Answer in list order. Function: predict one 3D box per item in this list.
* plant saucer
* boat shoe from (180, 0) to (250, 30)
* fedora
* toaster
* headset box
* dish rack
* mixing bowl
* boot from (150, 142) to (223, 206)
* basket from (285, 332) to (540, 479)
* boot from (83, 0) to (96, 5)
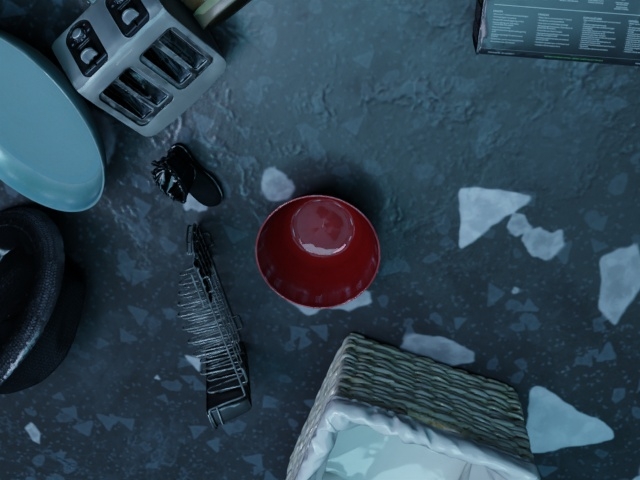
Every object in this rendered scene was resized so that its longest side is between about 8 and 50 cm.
[{"bbox_3d":[-0.417,-0.175,1.451,0.317,0.044,0.317,24,142,20],"label":"plant saucer"},{"bbox_3d":[-0.067,-0.407,1.353,0.307,0.111,0.104,-36,93,10],"label":"boat shoe"},{"bbox_3d":[-0.471,0.119,1.583,0.334,0.334,0.152,-33,143,18],"label":"fedora"},{"bbox_3d":[-0.238,-0.248,1.407,0.168,0.110,0.185,-39,143,12],"label":"toaster"},{"bbox_3d":[0.331,-0.379,1.322,0.246,0.131,0.283,4,115,3],"label":"headset box"},{"bbox_3d":[-0.167,0.117,1.555,0.074,0.208,0.271,-17,112,-1],"label":"dish rack"},{"bbox_3d":[0.000,0.000,1.540,0.181,0.098,0.181,2,114,4],"label":"mixing bowl"},{"bbox_3d":[-0.194,-0.082,1.517,0.045,0.099,0.121,-31,108,18],"label":"boot"},{"bbox_3d":[0.119,0.362,1.604,0.328,0.266,0.331,19,115,-4],"label":"basket"},{"bbox_3d":[-0.328,-0.429,1.394,0.246,0.083,0.161,33,102,-12],"label":"boot"}]
